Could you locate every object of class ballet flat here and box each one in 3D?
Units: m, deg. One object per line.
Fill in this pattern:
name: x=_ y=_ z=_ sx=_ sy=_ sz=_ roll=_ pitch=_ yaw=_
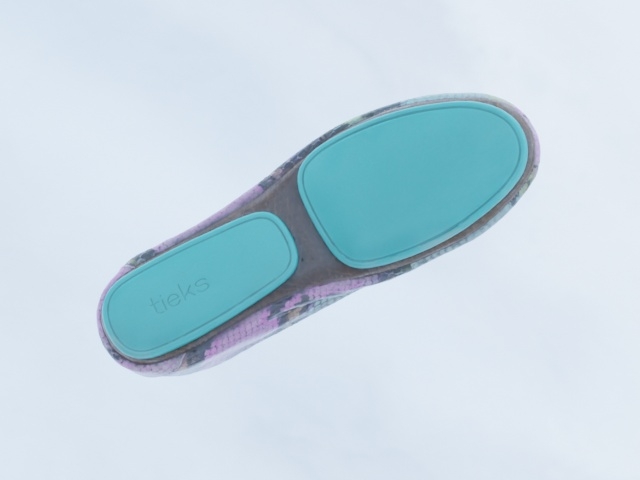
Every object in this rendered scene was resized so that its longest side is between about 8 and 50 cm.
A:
ballet flat: x=0.000 y=0.000 z=0.589 sx=0.221 sy=0.079 sz=0.077 roll=-29 pitch=76 yaw=9
